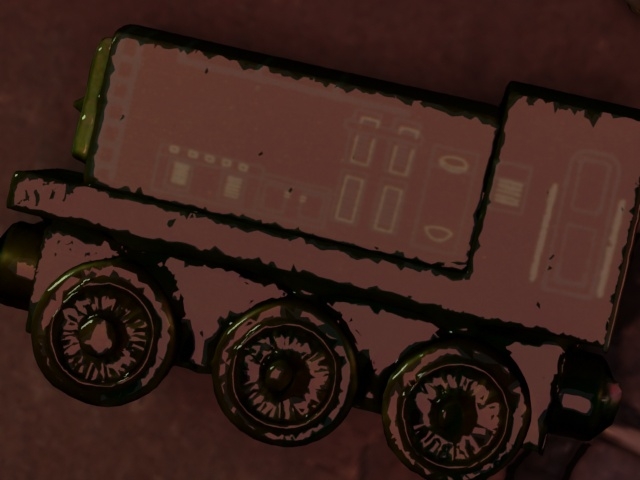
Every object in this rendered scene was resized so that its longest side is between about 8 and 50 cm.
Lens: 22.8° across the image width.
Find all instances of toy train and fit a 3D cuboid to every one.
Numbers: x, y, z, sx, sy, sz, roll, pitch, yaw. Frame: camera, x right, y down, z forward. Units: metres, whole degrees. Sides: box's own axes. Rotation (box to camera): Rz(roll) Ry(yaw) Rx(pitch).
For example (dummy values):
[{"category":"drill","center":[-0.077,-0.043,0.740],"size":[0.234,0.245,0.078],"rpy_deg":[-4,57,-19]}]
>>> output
[{"category":"toy train","center":[0.000,0.000,0.552],"size":[0.225,0.090,0.137],"rpy_deg":[13,95,2]}]

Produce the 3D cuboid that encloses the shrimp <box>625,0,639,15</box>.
[{"category":"shrimp","center":[0.133,-0.163,0.532],"size":[0.091,0.043,0.184],"rpy_deg":[-4,107,-2]}]
